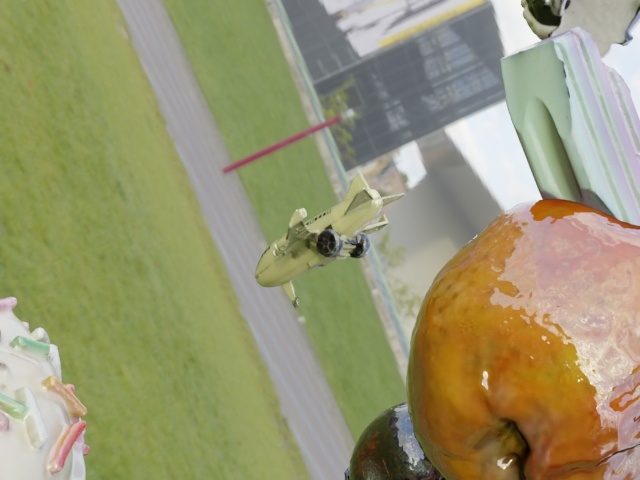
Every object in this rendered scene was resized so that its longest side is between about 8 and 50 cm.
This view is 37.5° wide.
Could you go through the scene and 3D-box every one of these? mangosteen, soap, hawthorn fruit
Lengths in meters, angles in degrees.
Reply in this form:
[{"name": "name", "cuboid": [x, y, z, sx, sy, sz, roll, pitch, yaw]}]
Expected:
[{"name": "mangosteen", "cuboid": [0.203, 0.470, 1.844, 0.330, 0.330, 0.330, -25, 90, -90]}, {"name": "soap", "cuboid": [0.394, -0.153, 1.417, 0.109, 0.193, 0.323, -10, -71, 47]}, {"name": "hawthorn fruit", "cuboid": [0.336, 0.189, 1.304, 0.472, 0.472, 0.471, -25, 90, -90]}]

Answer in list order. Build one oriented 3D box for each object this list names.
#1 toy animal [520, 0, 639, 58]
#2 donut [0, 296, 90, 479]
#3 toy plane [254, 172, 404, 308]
[{"name": "toy animal", "cuboid": [0.462, -0.434, 1.621, 0.156, 0.204, 0.208, -97, -155, -56]}, {"name": "donut", "cuboid": [-0.336, 0.136, 0.613, 0.382, 0.383, 0.142, -114, -146, -50]}, {"name": "toy plane", "cuboid": [0.000, 0.000, 1.376, 0.242, 0.256, 0.104, 0, 50, -57]}]
